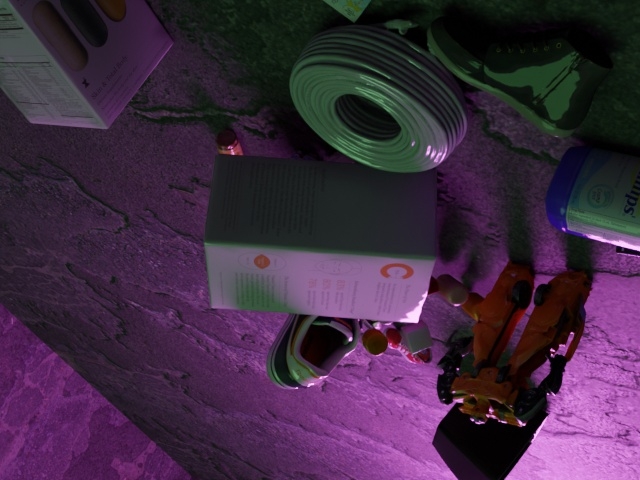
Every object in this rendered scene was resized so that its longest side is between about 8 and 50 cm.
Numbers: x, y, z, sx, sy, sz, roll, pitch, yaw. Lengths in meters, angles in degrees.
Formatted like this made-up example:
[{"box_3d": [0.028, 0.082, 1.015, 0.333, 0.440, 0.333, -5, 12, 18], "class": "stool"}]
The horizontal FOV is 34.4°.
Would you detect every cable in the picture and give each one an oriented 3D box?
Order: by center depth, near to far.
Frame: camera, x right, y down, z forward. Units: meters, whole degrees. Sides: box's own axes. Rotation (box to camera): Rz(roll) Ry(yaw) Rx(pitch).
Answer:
[{"box_3d": [0.082, -0.191, 1.439, 0.257, 0.089, 0.257, 7, 149, 40], "class": "cable"}]

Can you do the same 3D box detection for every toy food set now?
[{"box_3d": [0.169, 0.116, 1.785, 0.104, 0.232, 0.111, -135, 26, -74], "class": "toy food set"}]

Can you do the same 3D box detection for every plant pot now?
[{"box_3d": [0.338, 0.408, 2.147, 0.167, 0.187, 0.188, 36, 157, 17], "class": "plant pot"}]

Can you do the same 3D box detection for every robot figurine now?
[{"box_3d": [0.306, 0.166, 1.609, 0.211, 0.291, 0.085, 8, 146, 41], "class": "robot figurine"}]

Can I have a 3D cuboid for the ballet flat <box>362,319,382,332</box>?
[{"box_3d": [0.102, 0.156, 2.104, 0.041, 0.041, 0.114, -1, 140, 48], "class": "ballet flat"}]

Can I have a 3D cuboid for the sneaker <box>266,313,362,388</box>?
[{"box_3d": [0.020, 0.107, 1.784, 0.126, 0.321, 0.127, 31, 156, -28], "class": "sneaker"}]

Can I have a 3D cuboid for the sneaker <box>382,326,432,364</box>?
[{"box_3d": [0.182, 0.216, 2.114, 0.118, 0.042, 0.067, 40, 158, -34], "class": "sneaker"}]

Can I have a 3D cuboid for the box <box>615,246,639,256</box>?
[{"box_3d": [0.493, 0.019, 1.386, 0.162, 0.029, 0.116, 8, 180, 37], "class": "box"}]

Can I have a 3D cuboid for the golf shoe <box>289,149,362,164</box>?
[{"box_3d": [0.008, -0.098, 1.699, 0.176, 0.086, 0.069, 2, 140, 42], "class": "golf shoe"}]

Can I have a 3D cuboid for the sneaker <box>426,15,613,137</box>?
[{"box_3d": [0.241, -0.232, 1.245, 0.222, 0.083, 0.118, 35, 136, 9], "class": "sneaker"}]

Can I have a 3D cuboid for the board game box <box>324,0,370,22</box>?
[{"box_3d": [0.005, -0.354, 1.315, 0.154, 0.026, 0.103, 34, 154, -6], "class": "board game box"}]

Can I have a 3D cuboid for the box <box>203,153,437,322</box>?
[{"box_3d": [0.000, 0.000, 1.636, 0.345, 0.168, 0.215, 5, 149, -1], "class": "box"}]

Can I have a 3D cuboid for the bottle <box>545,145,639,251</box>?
[{"box_3d": [0.433, -0.039, 1.307, 0.282, 0.118, 0.092, 17, 157, 29], "class": "bottle"}]

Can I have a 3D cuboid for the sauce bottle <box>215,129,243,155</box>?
[{"box_3d": [-0.154, -0.143, 1.843, 0.042, 0.042, 0.128, 19, 153, 24], "class": "sauce bottle"}]

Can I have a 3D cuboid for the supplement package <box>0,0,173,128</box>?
[{"box_3d": [-0.408, -0.336, 1.592, 0.198, 0.199, 0.263, 8, 146, 38], "class": "supplement package"}]
